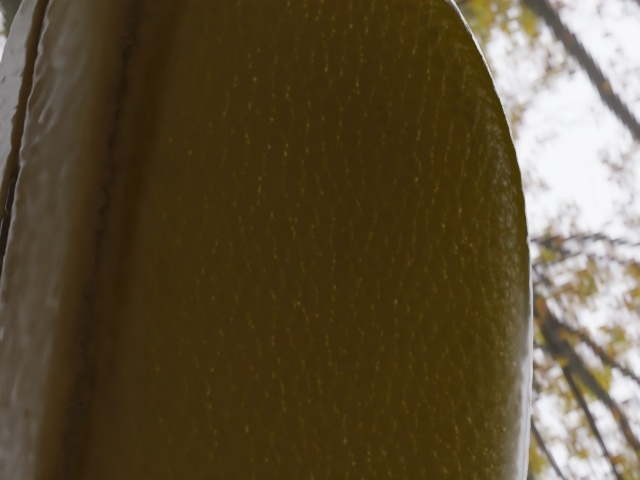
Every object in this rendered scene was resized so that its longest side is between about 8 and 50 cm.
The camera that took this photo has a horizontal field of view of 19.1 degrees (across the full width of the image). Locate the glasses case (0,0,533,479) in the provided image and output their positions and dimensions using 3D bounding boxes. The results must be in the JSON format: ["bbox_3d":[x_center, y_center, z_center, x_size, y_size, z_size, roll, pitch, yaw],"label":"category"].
[{"bbox_3d":[-0.035,0.082,0.598,0.141,0.173,0.371,-13,-113,57],"label":"glasses case"}]
